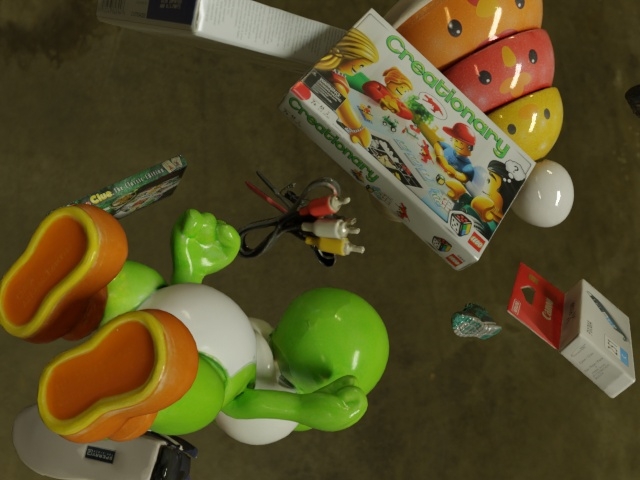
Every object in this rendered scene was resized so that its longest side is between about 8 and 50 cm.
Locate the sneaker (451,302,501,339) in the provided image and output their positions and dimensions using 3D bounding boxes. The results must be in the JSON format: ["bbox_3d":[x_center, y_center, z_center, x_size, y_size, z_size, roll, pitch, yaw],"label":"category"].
[{"bbox_3d":[0.335,0.173,1.486,0.166,0.065,0.076,21,39,-47],"label":"sneaker"}]

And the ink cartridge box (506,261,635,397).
[{"bbox_3d":[0.526,0.155,1.389,0.261,0.066,0.296,40,28,5],"label":"ink cartridge box"}]

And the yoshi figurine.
[{"bbox_3d":[-0.056,0.080,0.555,0.362,0.203,0.203,36,60,-59],"label":"yoshi figurine"}]

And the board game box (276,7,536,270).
[{"bbox_3d":[0.118,-0.131,0.848,0.305,0.053,0.193,41,59,-6],"label":"board game box"}]

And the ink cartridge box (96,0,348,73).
[{"bbox_3d":[-0.112,-0.305,0.980,0.330,0.324,0.071,2,105,-40],"label":"ink cartridge box"}]

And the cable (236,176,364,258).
[{"bbox_3d":[-0.057,-0.031,1.207,0.072,0.287,0.139,-41,119,-59],"label":"cable"}]

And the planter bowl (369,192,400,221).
[{"bbox_3d":[0.193,-0.129,1.574,0.162,0.109,0.162,-1,85,7],"label":"planter bowl"}]

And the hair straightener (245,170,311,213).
[{"bbox_3d":[-0.094,-0.119,1.721,0.089,0.230,0.047,-48,146,-8],"label":"hair straightener"}]

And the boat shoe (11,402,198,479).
[{"bbox_3d":[-0.391,0.386,1.224,0.158,0.340,0.127,45,59,-64],"label":"boat shoe"}]

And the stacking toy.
[{"bbox_3d":[0.334,-0.249,1.226,0.350,0.350,0.480,-25,84,-33],"label":"stacking toy"}]

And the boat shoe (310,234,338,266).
[{"bbox_3d":[0.002,0.000,1.312,0.133,0.049,0.042,63,31,-43],"label":"boat shoe"}]

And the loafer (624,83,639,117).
[{"bbox_3d":[0.687,-0.286,1.292,0.062,0.170,0.061,-47,115,-34],"label":"loafer"}]

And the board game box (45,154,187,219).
[{"bbox_3d":[-0.366,-0.067,1.188,0.260,0.136,0.030,-31,87,-33],"label":"board game box"}]
